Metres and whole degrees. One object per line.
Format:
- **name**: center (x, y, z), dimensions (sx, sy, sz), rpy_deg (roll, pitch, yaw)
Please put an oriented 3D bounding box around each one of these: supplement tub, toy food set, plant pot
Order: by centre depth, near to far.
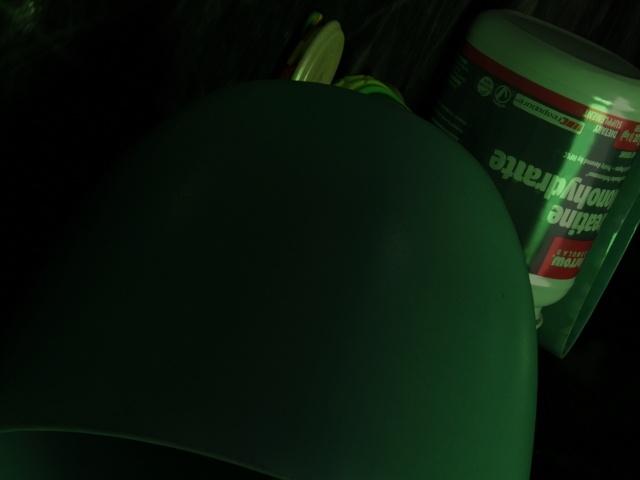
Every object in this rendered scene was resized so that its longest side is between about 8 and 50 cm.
- **plant pot**: center (-0.022, 0.062, 0.990), dimensions (0.293, 0.293, 0.235), rpy_deg (96, 10, -61)
- **toy food set**: center (-0.009, -0.110, 1.271), dimensions (0.082, 0.020, 0.083), rpy_deg (-60, 168, -14)
- **supplement tub**: center (0.176, -0.059, 1.785), dimensions (0.272, 0.191, 0.191), rpy_deg (-66, 168, 16)
- **plant pot**: center (0.244, -0.044, 2.107), dimensions (0.290, 0.195, 0.290), rpy_deg (-59, 169, -19)

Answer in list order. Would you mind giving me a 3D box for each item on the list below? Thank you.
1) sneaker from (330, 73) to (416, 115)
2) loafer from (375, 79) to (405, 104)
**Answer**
- **sneaker**: center (0.000, 0.000, 1.300), dimensions (0.295, 0.123, 0.109), rpy_deg (-54, 166, -35)
- **loafer**: center (0.035, -0.058, 1.498), dimensions (0.050, 0.056, 0.148), rpy_deg (-31, 147, -58)
